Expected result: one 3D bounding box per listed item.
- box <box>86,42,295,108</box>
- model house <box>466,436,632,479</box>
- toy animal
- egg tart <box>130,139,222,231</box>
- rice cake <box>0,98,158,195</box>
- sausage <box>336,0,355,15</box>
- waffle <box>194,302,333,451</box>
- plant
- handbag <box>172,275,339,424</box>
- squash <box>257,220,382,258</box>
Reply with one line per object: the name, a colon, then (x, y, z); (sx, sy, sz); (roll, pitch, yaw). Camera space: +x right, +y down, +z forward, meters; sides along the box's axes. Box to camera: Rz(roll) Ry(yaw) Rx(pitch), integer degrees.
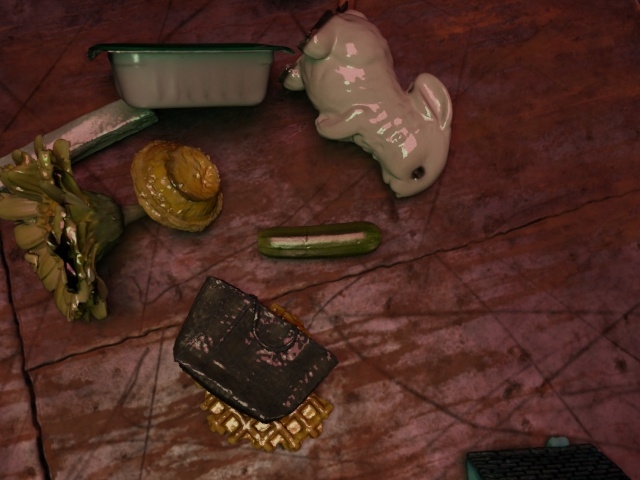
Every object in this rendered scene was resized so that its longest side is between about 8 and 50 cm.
box: (-0.232, -0.294, 1.186); (0.337, 0.264, 0.106); (-5, 109, -19)
model house: (0.349, 0.446, 1.092); (0.261, 0.226, 0.241); (0, 39, -6)
toy animal: (0.108, -0.258, 1.239); (0.357, 0.194, 0.258); (41, 73, -5)
egg tart: (-0.242, -0.106, 1.186); (0.074, 0.191, 0.191); (-31, 76, 35)
rice cake: (-0.466, -0.177, 1.244); (0.336, 0.063, 0.066); (-28, 76, -9)
sausage: (0.059, -0.480, 1.352); (0.047, 0.040, 0.177); (8, 76, -10)
waffle: (-0.092, 0.234, 1.167); (0.249, 0.056, 0.253); (14, 74, 1)
plant: (-0.385, 0.000, 1.114); (0.297, 0.306, 0.261); (8, 44, -28)
handbag: (-0.120, 0.186, 1.113); (0.270, 0.088, 0.175); (33, 70, 8)
squash: (0.000, 0.000, 1.224); (0.229, 0.066, 0.066); (-2, 77, -3)
